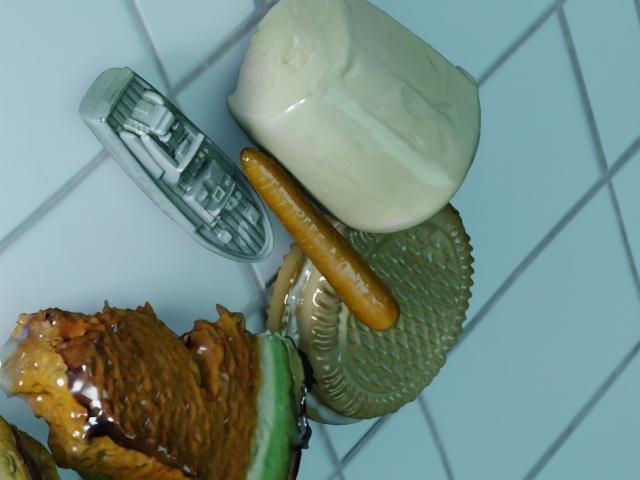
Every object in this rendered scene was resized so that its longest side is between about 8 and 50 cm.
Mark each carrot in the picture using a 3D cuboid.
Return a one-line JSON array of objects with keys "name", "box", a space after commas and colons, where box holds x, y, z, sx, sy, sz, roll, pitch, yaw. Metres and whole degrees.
[{"name": "carrot", "box": [0.000, 0.000, 1.762, 0.043, 0.043, 0.248, -53, 124, -21]}]

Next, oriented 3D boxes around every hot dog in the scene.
[{"name": "hot dog", "box": [-0.245, 0.199, 1.509, 0.073, 0.242, 0.084, -46, 127, 9]}]

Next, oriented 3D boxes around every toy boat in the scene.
[{"name": "toy boat", "box": [-0.112, -0.055, 1.682, 0.078, 0.085, 0.260, -59, 138, -16]}]

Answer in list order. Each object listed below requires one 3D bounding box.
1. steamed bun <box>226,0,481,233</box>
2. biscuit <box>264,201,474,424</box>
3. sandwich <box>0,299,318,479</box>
[{"name": "steamed bun", "box": [0.021, -0.120, 1.769, 0.225, 0.170, 0.200, 40, 37, -25]}, {"name": "biscuit", "box": [0.052, 0.064, 1.908, 0.259, 0.079, 0.259, -18, 116, -42]}, {"name": "sandwich", "box": [-0.160, 0.158, 1.663, 0.301, 0.162, 0.250, 33, 42, -31]}]
